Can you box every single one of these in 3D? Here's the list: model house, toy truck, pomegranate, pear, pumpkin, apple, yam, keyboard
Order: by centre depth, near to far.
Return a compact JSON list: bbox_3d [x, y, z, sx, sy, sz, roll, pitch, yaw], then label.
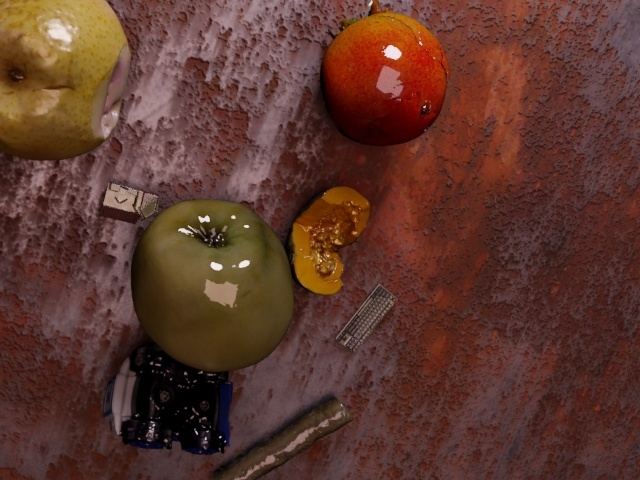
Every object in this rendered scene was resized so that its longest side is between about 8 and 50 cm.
[{"bbox_3d":[-0.382,-0.233,0.994,0.271,0.271,0.271,-3,103,-15],"label":"pear"},{"bbox_3d":[-0.159,0.066,1.111,0.262,0.262,0.263,-3,103,-15],"label":"apple"},{"bbox_3d":[0.096,-0.263,1.150,0.210,0.210,0.235,-14,73,-13],"label":"pomegranate"},{"bbox_3d":[-0.303,-0.055,1.155,0.083,0.057,0.058,16,93,-20],"label":"model house"},{"bbox_3d":[-0.250,0.273,1.192,0.213,0.177,0.161,17,60,-30],"label":"toy truck"},{"bbox_3d":[0.000,0.000,1.222,0.119,0.107,0.184,34,74,-28],"label":"pumpkin"},{"bbox_3d":[-0.069,0.374,1.314,0.274,0.061,0.061,-32,108,-6],"label":"yam"},{"bbox_3d":[0.084,0.143,1.329,0.049,0.015,0.129,40,90,-20],"label":"keyboard"}]
